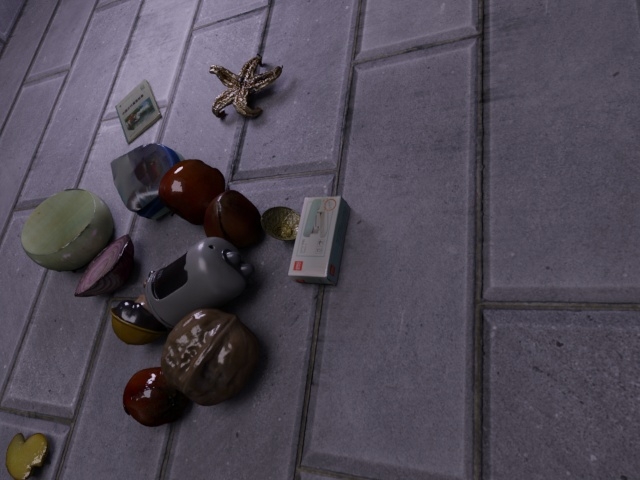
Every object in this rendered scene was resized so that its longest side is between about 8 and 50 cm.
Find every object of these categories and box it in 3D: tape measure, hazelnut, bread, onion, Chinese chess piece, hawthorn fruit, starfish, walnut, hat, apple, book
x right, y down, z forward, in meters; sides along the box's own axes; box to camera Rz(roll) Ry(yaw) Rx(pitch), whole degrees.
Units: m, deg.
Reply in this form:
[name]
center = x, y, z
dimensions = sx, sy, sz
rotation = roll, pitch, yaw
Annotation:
[tape measure]
center = -0.634, -0.238, 1.769
dimensions = 0.262, 0.138, 0.259
rotation = -32, 71, 7
[hazelnut]
center = -0.294, -0.069, 1.501
dimensions = 0.208, 0.208, 0.208
rotation = -11, 63, 23
[bread]
center = -1.003, 0.732, 1.595
dimensions = 0.187, 0.065, 0.149
rotation = 24, 70, 36
[onion]
center = -0.779, 0.105, 1.741
dimensions = 0.250, 0.111, 0.248
rotation = -29, 34, 25
[Chinese chess piece]
center = -1.012, -0.043, 1.859
dimensions = 0.349, 0.146, 0.350
rotation = -7, 57, 11
[hawthorn fruit]
center = -0.510, 0.464, 1.405
dimensions = 0.235, 0.181, 0.181
rotation = 9, 72, 44
[starfish]
center = -0.308, -0.618, 1.820
dimensions = 0.312, 0.113, 0.303
rotation = 20, 80, 23
[walnut]
center = -0.307, 0.326, 1.314
dimensions = 0.273, 0.227, 0.273
rotation = -10, 67, 24
[hat]
center = -0.125, -0.036, 1.490
dimensions = 0.145, 0.067, 0.146
rotation = 9, 49, -10
[apple]
center = -0.450, -0.172, 1.624
dimensions = 0.233, 0.234, 0.234
rotation = -11, 63, 23
[book]
center = -0.847, -0.600, 2.138
dimensions = 0.214, 0.025, 0.283
rotation = -37, 58, 9

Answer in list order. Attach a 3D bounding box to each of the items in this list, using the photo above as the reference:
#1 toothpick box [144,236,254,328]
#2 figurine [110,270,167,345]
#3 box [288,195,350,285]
[toothpick box]
center = -0.353, 0.127, 1.422
dimensions = 0.316, 0.229, 0.229
rotation = -32, 57, 24
[figurine]
center = -0.570, 0.230, 1.538
dimensions = 0.192, 0.167, 0.257
rotation = 14, 52, 36
[box]
center = 0.000, 0.000, 1.393
dimensions = 0.135, 0.079, 0.270
rotation = 1, 68, 28
